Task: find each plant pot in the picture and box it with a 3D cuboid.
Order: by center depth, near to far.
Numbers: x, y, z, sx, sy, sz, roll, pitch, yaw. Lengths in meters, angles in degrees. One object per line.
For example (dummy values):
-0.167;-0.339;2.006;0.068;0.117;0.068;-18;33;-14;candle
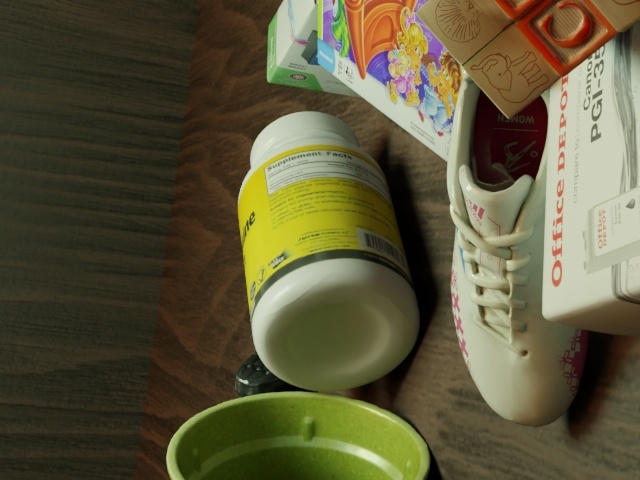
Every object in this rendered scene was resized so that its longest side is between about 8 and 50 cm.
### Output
-0.027;0.337;1.459;0.276;0.276;0.254;-120;30;-65;plant pot

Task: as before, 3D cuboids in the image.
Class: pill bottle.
0.000;0.000;1.602;0.334;0.188;0.188;-100;24;-49;pill bottle

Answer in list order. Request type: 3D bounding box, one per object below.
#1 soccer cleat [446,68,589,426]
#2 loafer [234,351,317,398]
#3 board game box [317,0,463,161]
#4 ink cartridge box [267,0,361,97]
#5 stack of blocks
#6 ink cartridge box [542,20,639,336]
0.143;0.002;1.066;0.143;0.116;0.331;-30;-60;-62;soccer cleat
-0.025;0.164;1.635;0.076;0.223;0.078;16;106;30;loafer
0.109;-0.218;1.259;0.347;0.078;0.233;44;141;51;board game box
0.035;-0.265;1.674;0.212;0.154;0.093;132;143;-62;ink cartridge box
0.191;-0.204;0.857;0.171;0.087;0.297;-40;4;34;stack of blocks
0.254;-0.057;0.866;0.283;0.117;0.207;146;130;-69;ink cartridge box
